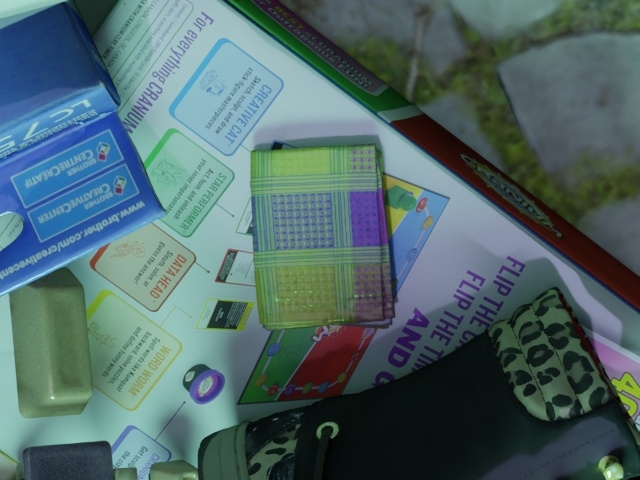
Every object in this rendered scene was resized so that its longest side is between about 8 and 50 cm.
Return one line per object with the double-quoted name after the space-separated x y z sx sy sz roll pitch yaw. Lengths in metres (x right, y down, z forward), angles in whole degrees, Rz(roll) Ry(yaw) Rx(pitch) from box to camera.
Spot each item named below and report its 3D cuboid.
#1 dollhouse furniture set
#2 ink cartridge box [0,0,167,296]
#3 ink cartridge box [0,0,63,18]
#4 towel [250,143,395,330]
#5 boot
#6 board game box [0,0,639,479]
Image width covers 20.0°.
-0.114 0.072 0.816 0.081 0.091 0.114 -15 79 50 "dollhouse furniture set"
-0.211 -0.112 0.754 0.186 0.065 0.311 -26 86 -2 "ink cartridge box"
-0.101 -0.203 0.685 0.353 0.119 0.207 -17 83 -14 "ink cartridge box"
0.000 0.000 0.783 0.060 0.009 0.083 -3 104 8 "towel"
0.058 0.139 0.721 0.179 0.236 0.085 -28 141 8 "boot"
-0.011 0.049 0.837 0.316 0.064 0.242 37 106 -5 "board game box"
